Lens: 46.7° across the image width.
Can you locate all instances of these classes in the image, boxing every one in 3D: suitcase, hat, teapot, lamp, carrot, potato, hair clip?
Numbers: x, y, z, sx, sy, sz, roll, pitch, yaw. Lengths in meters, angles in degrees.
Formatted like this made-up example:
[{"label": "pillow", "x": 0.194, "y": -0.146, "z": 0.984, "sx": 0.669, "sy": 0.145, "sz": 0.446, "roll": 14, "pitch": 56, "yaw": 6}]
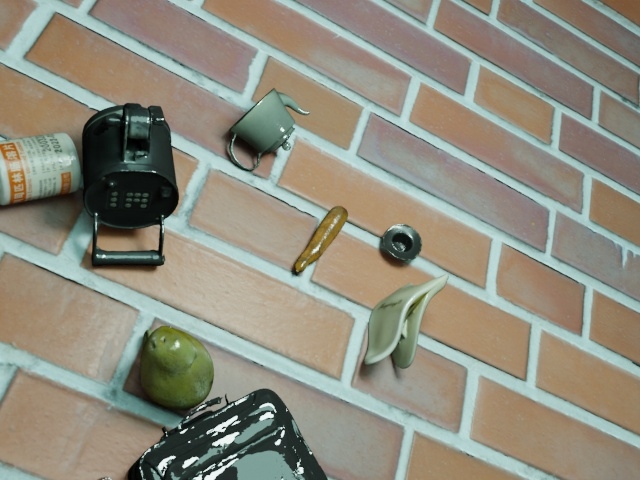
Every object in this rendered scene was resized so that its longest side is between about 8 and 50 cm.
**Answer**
[{"label": "suitcase", "x": -0.184, "y": 0.498, "z": 1.514, "sx": 0.345, "sy": 0.188, "sz": 0.339, "roll": -23, "pitch": 72, "yaw": -33}, {"label": "hat", "x": 0.220, "y": 0.013, "z": 2.037, "sx": 0.121, "sy": 0.050, "sz": 0.121, "roll": 9, "pitch": 64, "yaw": -18}, {"label": "teapot", "x": -0.140, "y": -0.287, "z": 1.960, "sx": 0.239, "sy": 0.162, "sz": 0.149, "roll": -46, "pitch": 103, "yaw": -11}, {"label": "lamp", "x": -0.435, "y": -0.164, "z": 1.689, "sx": 0.205, "sy": 0.373, "sz": 0.272, "roll": 1, "pitch": 33, "yaw": -20}, {"label": "carrot", "x": 0.000, "y": 0.000, "z": 1.929, "sx": 0.059, "sy": 0.059, "sz": 0.247, "roll": 39, "pitch": 58, "yaw": -5}, {"label": "potato", "x": -0.306, "y": 0.263, "z": 1.556, "sx": 0.157, "sy": 0.194, "sz": 0.157, "roll": -3, "pitch": 49, "yaw": 3}, {"label": "hair clip", "x": 0.199, "y": 0.201, "z": 1.874, "sx": 0.113, "sy": 0.172, "sz": 0.282, "roll": 29, "pitch": 67, "yaw": -22}]

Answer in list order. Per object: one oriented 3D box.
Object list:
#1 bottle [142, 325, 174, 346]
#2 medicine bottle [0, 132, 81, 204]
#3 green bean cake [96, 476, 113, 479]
[{"label": "bottle", "x": -0.340, "y": 0.225, "z": 1.646, "sx": 0.101, "sy": 0.047, "sz": 0.063, "roll": 7, "pitch": 106, "yaw": -29}, {"label": "medicine bottle", "x": -0.664, "y": -0.151, "z": 1.612, "sx": 0.252, "sy": 0.144, "sz": 0.144, "roll": -13, "pitch": 72, "yaw": -30}, {"label": "green bean cake", "x": -0.426, "y": 0.543, "z": 1.429, "sx": 0.135, "sy": 0.056, "sz": 0.135, "roll": 50, "pitch": 53, "yaw": 4}]
